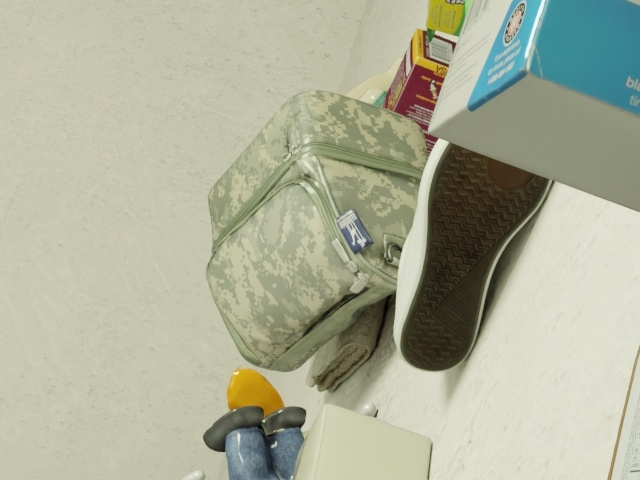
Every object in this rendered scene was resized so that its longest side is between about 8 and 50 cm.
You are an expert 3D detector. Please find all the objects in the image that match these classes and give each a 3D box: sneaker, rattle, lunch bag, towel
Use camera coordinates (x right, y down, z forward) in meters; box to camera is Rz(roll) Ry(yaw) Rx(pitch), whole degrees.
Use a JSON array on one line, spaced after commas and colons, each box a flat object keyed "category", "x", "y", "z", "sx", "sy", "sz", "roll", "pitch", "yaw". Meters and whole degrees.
[{"category": "sneaker", "x": 0.127, "y": -0.032, "z": 1.045, "sx": 0.123, "sy": 0.106, "sz": 0.290, "roll": -91, "pitch": 20, "yaw": -65}, {"category": "rattle", "x": -0.040, "y": 0.242, "z": 1.224, "sx": 0.200, "sy": 0.130, "sz": 0.143, "roll": -79, "pitch": -20, "yaw": -62}, {"category": "lunch bag", "x": 0.000, "y": 0.000, "z": 1.430, "sx": 0.305, "sy": 0.212, "sz": 0.256, "roll": -42, "pitch": 45, "yaw": 44}, {"category": "towel", "x": 0.042, "y": 0.102, "z": 1.614, "sx": 0.282, "sy": 0.049, "sz": 0.187, "roll": 124, "pitch": 163, "yaw": -65}]

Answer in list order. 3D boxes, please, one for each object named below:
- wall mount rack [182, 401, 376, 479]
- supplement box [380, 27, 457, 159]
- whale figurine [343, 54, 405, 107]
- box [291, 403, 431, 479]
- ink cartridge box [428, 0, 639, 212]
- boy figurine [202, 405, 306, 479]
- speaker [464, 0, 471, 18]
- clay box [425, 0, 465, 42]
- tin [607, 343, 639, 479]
[{"category": "wall mount rack", "x": -0.047, "y": 0.347, "z": 1.347, "sx": 0.304, "sy": 0.130, "sz": 0.350, "roll": -23, "pitch": 32, "yaw": 25}, {"category": "supplement box", "x": 0.129, "y": -0.174, "z": 1.558, "sx": 0.104, "sy": 0.080, "sz": 0.188, "roll": -82, "pitch": 14, "yaw": -58}, {"category": "whale figurine", "x": 0.086, "y": -0.180, "z": 1.866, "sx": 0.272, "sy": 0.141, "sz": 0.216, "roll": -47, "pitch": -2, "yaw": -21}, {"category": "box", "x": 0.019, "y": 0.285, "z": 0.995, "sx": 0.275, "sy": 0.113, "sz": 0.094, "roll": -75, "pitch": 8, "yaw": -46}, {"category": "ink cartridge box", "x": 0.188, "y": -0.149, "z": 0.615, "sx": 0.171, "sy": 0.168, "sz": 0.233, "roll": 154, "pitch": 135, "yaw": -80}, {"category": "boy figurine", "x": -0.020, "y": 0.299, "z": 1.105, "sx": 0.092, "sy": 0.177, "sz": 0.285, "roll": -43, "pitch": 55, "yaw": 38}, {"category": "speaker", "x": 0.219, "y": -0.315, "z": 1.029, "sx": 0.131, "sy": 0.131, "sz": 0.297, "roll": 131, "pitch": 157, "yaw": -73}, {"category": "clay box", "x": 0.154, "y": -0.306, "z": 1.173, "sx": 0.222, "sy": 0.053, "sz": 0.127, "roll": 85, "pitch": -155, "yaw": -63}, {"category": "tin", "x": 0.179, "y": 0.100, "z": 0.559, "sx": 0.106, "sy": 0.040, "sz": 0.190, "roll": 116, "pitch": 171, "yaw": -73}]
